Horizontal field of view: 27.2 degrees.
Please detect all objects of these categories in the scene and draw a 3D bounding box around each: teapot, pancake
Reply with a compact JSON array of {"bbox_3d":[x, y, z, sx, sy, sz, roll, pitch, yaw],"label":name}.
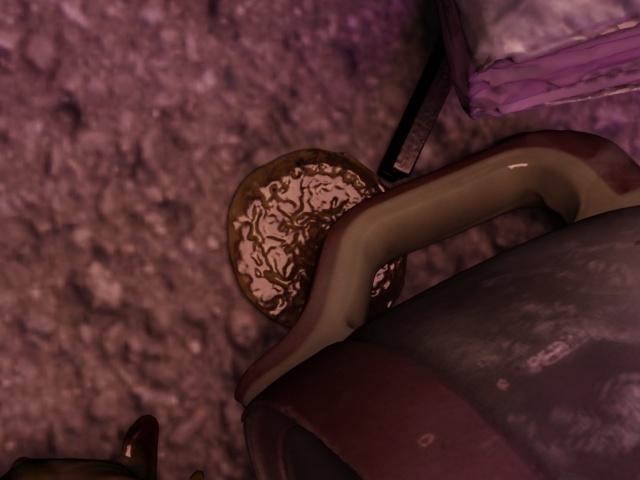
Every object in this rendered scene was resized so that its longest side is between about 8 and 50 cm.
[{"bbox_3d":[0.125,0.074,0.680,0.312,0.233,0.315,-31,55,-22],"label":"teapot"},{"bbox_3d":[0.000,0.000,0.774,0.114,0.011,0.115,0,87,-11],"label":"pancake"}]

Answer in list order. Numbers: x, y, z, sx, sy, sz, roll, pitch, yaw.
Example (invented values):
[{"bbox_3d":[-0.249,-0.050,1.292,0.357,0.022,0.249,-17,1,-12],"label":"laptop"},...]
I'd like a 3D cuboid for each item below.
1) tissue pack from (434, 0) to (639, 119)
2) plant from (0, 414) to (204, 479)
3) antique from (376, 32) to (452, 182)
[{"bbox_3d":[0.147,-0.257,0.613,0.259,0.122,0.361,-15,79,6],"label":"tissue pack"},{"bbox_3d":[-0.129,0.262,0.724,0.251,0.180,0.333,-23,126,-17],"label":"plant"},{"bbox_3d":[0.082,-0.122,0.780,0.015,0.031,0.192,26,83,-13],"label":"antique"}]
